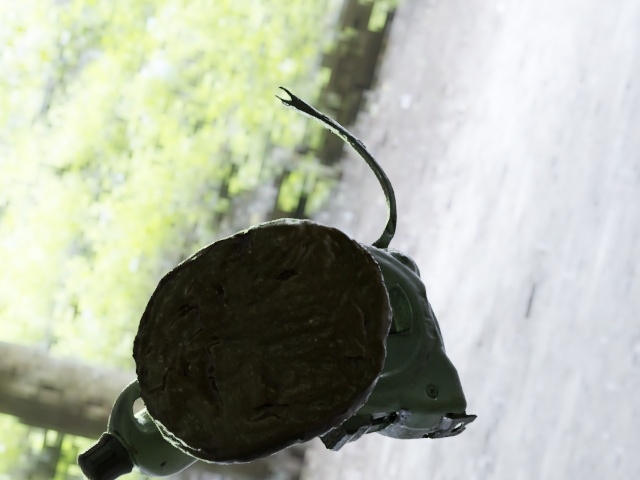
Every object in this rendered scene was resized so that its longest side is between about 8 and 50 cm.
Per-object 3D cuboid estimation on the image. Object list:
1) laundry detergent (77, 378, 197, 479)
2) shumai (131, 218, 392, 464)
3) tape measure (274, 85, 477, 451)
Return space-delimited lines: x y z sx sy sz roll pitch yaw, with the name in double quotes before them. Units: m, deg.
"laundry detergent" -0.131 0.159 1.724 0.070 0.226 0.099 16 132 54
"shumai" -0.037 0.060 1.013 0.139 0.123 0.105 -36 0 -28
"tape measure" 0.001 -0.001 1.378 0.084 0.164 0.330 -49 53 48
